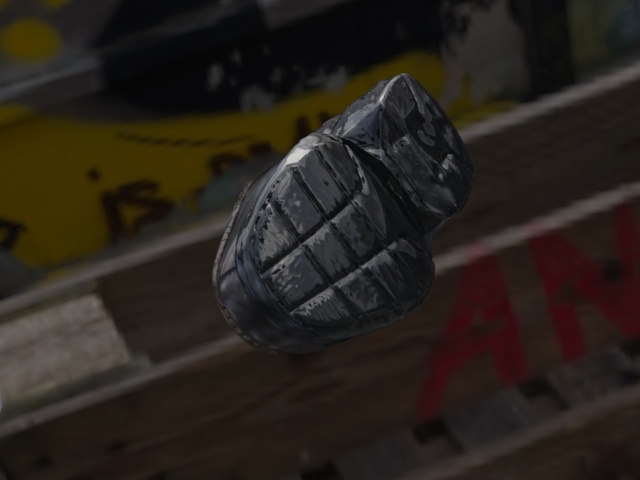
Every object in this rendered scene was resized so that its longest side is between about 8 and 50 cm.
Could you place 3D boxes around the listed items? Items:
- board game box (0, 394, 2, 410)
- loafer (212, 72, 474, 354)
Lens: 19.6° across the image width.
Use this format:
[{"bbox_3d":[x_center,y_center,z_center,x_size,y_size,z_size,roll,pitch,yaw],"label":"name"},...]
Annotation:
[{"bbox_3d":[-0.379,0.049,0.666,0.390,0.390,0.050,-38,23,30],"label":"board game box"},{"bbox_3d":[0.000,0.000,0.575,0.061,0.062,0.170,-32,4,24],"label":"loafer"}]
